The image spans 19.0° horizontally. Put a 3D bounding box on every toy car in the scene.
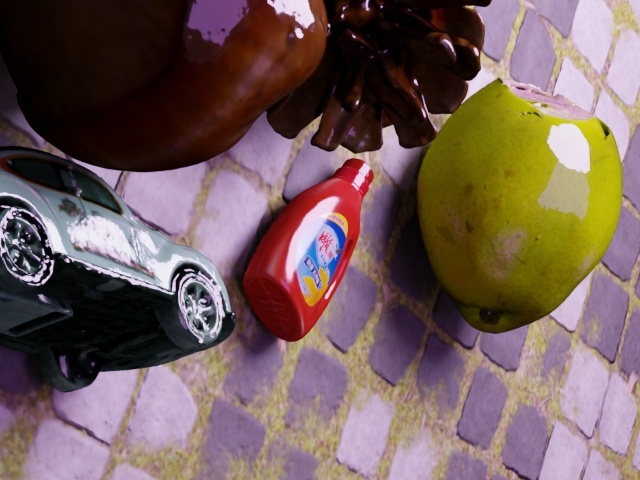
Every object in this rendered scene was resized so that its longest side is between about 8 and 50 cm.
[{"bbox_3d":[-0.186,0.013,1.268,0.306,0.136,0.125,19,56,-52],"label":"toy car"}]

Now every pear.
[{"bbox_3d":[0.171,-0.023,1.688,0.187,0.187,0.219,7,109,-52],"label":"pear"}]

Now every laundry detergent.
[{"bbox_3d":[0.000,0.000,1.565,0.165,0.049,0.097,-55,140,-35],"label":"laundry detergent"}]

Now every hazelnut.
[{"bbox_3d":[-0.111,-0.148,1.274,0.229,0.230,0.229,-6,97,-52],"label":"hazelnut"}]

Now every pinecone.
[{"bbox_3d":[0.040,-0.173,1.487,0.202,0.201,0.228,23,105,-25],"label":"pinecone"}]
